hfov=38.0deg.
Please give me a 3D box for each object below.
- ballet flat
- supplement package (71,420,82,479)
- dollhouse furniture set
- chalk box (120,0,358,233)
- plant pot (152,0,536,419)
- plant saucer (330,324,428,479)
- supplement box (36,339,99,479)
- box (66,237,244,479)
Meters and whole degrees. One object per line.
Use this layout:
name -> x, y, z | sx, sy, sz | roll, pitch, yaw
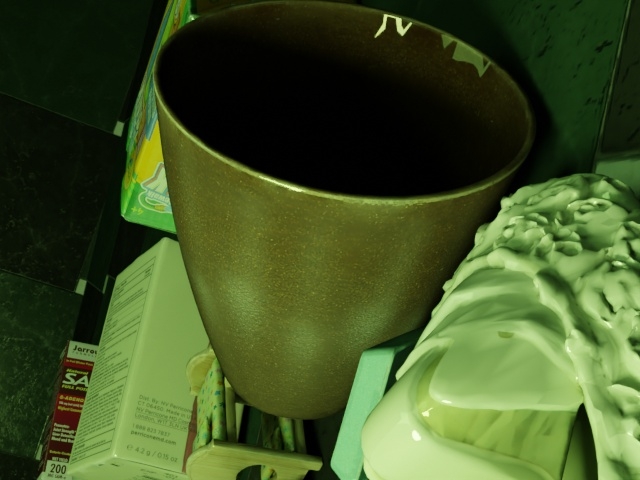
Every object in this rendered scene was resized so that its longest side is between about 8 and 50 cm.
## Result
ballet flat -> 0.081, 0.118, 0.337 | 0.147, 0.147, 0.408 | 124, 154, -45
supplement package -> -0.281, 0.300, 1.284 | 0.179, 0.105, 0.105 | -120, 47, -65
dollhouse furniture set -> -0.038, 0.134, 0.711 | 0.181, 0.101, 0.161 | -101, 31, -51
chalk box -> -0.088, -0.108, 0.916 | 0.179, 0.180, 0.289 | -100, 29, -51
plant pot -> 0.000, 0.000, 0.592 | 0.215, 0.216, 0.230 | -99, 15, -50
plant saucer -> 0.043, 0.078, 0.491 | 0.192, 0.018, 0.067 | 5, -79, -73
supplement box -> -0.383, 0.296, 1.542 | 0.073, 0.130, 0.239 | 131, 147, -53
box -> -0.158, 0.139, 0.972 | 0.149, 0.127, 0.232 | -31, 43, 53
